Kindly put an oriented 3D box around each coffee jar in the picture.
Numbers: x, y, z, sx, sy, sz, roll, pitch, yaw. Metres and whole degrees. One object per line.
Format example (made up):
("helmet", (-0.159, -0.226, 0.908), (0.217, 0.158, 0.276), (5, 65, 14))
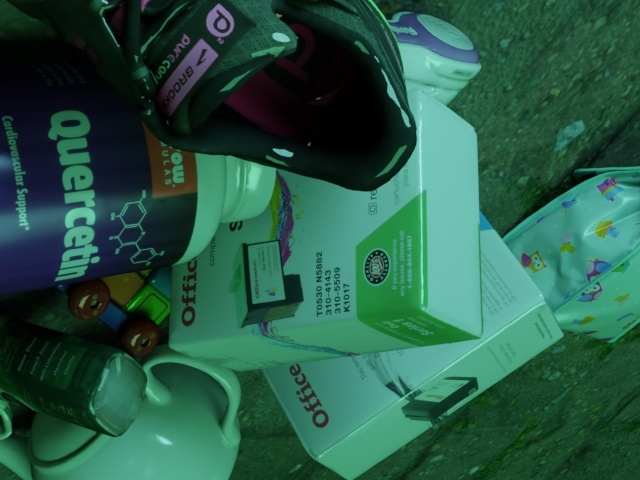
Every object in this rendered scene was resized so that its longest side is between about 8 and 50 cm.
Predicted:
("coffee jar", (-0.270, 0.129, 1.157), (0.096, 0.184, 0.079), (61, 47, -59))

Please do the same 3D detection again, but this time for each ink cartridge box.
("ink cartridge box", (0.000, 0.000, 1.082), (0.278, 0.201, 0.117), (-11, 159, 33))
("ink cartridge box", (0.086, 0.095, 1.360), (0.307, 0.223, 0.129), (-35, 148, 4))

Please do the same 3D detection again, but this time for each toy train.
("toy train", (-0.208, -0.005, 1.116), (0.143, 0.105, 0.248), (-48, 140, -5))

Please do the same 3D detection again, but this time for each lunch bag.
("lunch bag", (0.401, 0.001, 1.562), (0.223, 0.160, 0.262), (13, 131, -47))

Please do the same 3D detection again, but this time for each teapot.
("teapot", (-0.221, 0.209, 1.274), (0.256, 0.252, 0.187), (-47, 121, -11))

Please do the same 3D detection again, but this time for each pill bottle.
("pill bottle", (-0.205, -0.056, 0.958), (0.322, 0.181, 0.181), (-11, 141, -30))

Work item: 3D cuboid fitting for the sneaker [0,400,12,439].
("sneaker", (-0.369, 0.159, 1.198), (0.057, 0.075, 0.161), (-36, 147, 6))

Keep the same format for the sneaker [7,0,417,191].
("sneaker", (-0.107, -0.182, 0.797), (0.482, 0.202, 0.185), (25, 111, -30))

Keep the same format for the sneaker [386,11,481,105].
("sneaker", (0.019, -0.144, 1.089), (0.305, 0.114, 0.152), (3, 132, -42))
